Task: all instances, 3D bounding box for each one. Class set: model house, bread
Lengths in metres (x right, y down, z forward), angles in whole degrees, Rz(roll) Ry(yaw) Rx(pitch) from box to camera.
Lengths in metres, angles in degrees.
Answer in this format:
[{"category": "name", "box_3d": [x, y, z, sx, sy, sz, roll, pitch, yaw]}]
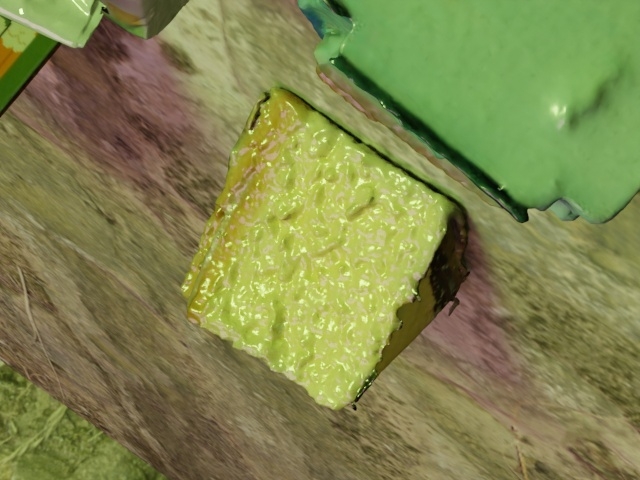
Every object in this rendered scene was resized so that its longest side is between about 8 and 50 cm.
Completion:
[{"category": "model house", "box_3d": [0.059, -0.079, 0.705, 0.148, 0.119, 0.149, 39, 174, -10]}, {"category": "bread", "box_3d": [0.000, 0.000, 1.049, 0.147, 0.127, 0.152, 32, 146, 18]}]

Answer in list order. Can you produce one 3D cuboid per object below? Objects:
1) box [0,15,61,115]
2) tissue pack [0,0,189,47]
[{"category": "box", "box_3d": [-0.244, -0.141, 1.068, 0.177, 0.148, 0.195, 39, 164, -11]}, {"category": "tissue pack", "box_3d": [-0.152, -0.183, 0.769, 0.229, 0.145, 0.159, 35, 164, 8]}]
